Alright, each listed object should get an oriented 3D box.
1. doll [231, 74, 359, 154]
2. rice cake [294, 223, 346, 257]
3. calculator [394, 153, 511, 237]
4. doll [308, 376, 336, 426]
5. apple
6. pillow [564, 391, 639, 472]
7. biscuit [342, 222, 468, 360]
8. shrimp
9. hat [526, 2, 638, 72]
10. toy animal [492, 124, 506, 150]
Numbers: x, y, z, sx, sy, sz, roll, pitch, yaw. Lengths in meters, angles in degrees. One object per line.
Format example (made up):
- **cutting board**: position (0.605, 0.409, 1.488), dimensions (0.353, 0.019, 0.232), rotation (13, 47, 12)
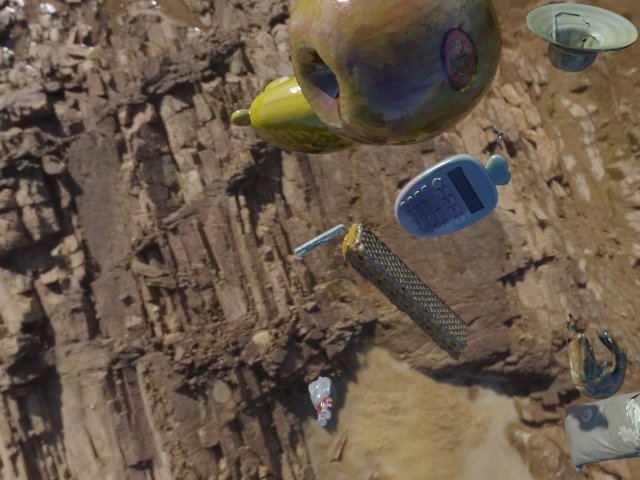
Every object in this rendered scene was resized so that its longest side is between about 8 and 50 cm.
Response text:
- **doll**: position (0.067, -0.264, 1.211), dimensions (0.348, 0.424, 0.161), rotation (-17, 70, 63)
- **rice cake**: position (0.000, 0.000, 1.264), dimensions (0.121, 0.022, 0.021), rotation (-29, 105, -2)
- **calculator**: position (0.325, -0.112, 1.474), dimensions (0.299, 0.041, 0.185), rotation (-30, 113, 19)
- **doll**: position (0.007, 0.417, 1.567), dimensions (0.079, 0.180, 0.093), rotation (18, 109, -10)
- **apple**: position (0.074, -0.198, 0.623), dimensions (0.188, 0.211, 0.211), rotation (-33, 76, -11)
- **pillow**: position (0.638, 0.420, 1.328), dimensions (0.255, 0.059, 0.169), rotation (135, 143, -52)
- **biscuit**: position (0.189, 0.113, 1.292), dimensions (0.379, 0.094, 0.054), rotation (43, 121, -15)
- **shrimp**: position (0.733, 0.306, 1.584), dimensions (0.145, 0.059, 0.254), rotation (-10, 99, 12)
- **hat**: position (0.603, -0.459, 1.419), dimensions (0.252, 0.252, 0.109), rotation (24, 139, 22)
- **toy animal**: position (0.530, -0.310, 1.758), dimensions (0.050, 0.028, 0.084), rotation (-44, 57, 58)
